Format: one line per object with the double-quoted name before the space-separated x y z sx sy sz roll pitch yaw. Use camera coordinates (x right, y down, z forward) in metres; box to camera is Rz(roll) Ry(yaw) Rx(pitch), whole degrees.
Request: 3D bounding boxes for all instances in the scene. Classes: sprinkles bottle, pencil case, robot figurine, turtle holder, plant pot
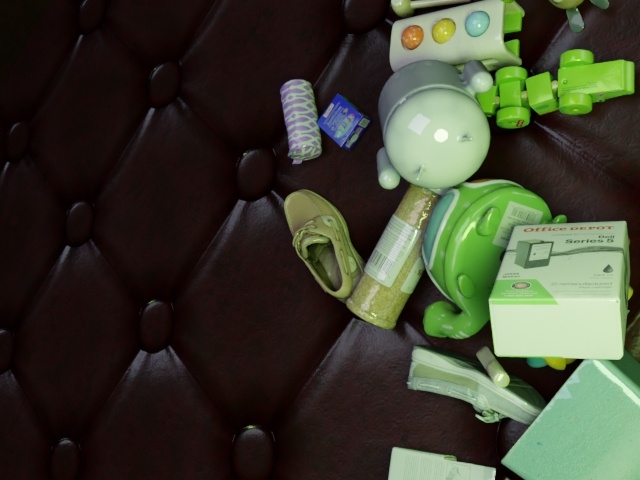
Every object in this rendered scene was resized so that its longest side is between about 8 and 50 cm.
"sprinkles bottle" 0.183 0.010 1.941 0.121 0.121 0.355 35 101 39
"pencil case" -0.049 -0.290 2.235 0.088 0.086 0.206 138 130 -57
"robot figurine" 0.218 -0.228 1.795 0.300 0.200 0.353 -50 19 21
"turtle holder" 0.315 0.032 1.786 0.227 0.244 0.320 -141 40 -58
"plant pot" 0.498 0.345 1.535 0.252 0.247 0.247 41 105 19

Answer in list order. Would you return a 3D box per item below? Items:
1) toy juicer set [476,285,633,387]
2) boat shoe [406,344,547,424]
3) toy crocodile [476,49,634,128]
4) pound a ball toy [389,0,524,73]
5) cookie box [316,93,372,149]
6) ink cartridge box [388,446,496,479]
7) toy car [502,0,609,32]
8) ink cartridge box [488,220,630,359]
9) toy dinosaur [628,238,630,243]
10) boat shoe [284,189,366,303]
"toy juicer set" 0.422 0.197 1.667 0.329 0.209 0.089 -37 100 26
"boat shoe" 0.298 0.293 1.785 0.320 0.118 0.103 19 97 44
"toy crocodile" 0.455 -0.294 1.828 0.341 0.105 0.115 -9 74 32
"pound a ball toy" 0.272 -0.470 1.989 0.319 0.136 0.208 -2 77 38
"cookie box" 0.055 -0.281 2.172 0.091 0.040 0.107 -53 53 15
"ink cartridge box" 0.233 0.560 1.796 0.239 0.060 0.275 2 79 38
"toy car" 0.475 -0.503 1.823 0.188 0.149 0.155 46 147 -2
"ink cartridge box" 0.403 0.076 1.521 0.199 0.273 0.114 -2 116 22
"toy dinosaur" 0.535 0.042 1.720 0.082 0.047 0.090 -7 36 50
"boat shoe" 0.000 0.000 2.096 0.121 0.110 0.341 -49 54 18
